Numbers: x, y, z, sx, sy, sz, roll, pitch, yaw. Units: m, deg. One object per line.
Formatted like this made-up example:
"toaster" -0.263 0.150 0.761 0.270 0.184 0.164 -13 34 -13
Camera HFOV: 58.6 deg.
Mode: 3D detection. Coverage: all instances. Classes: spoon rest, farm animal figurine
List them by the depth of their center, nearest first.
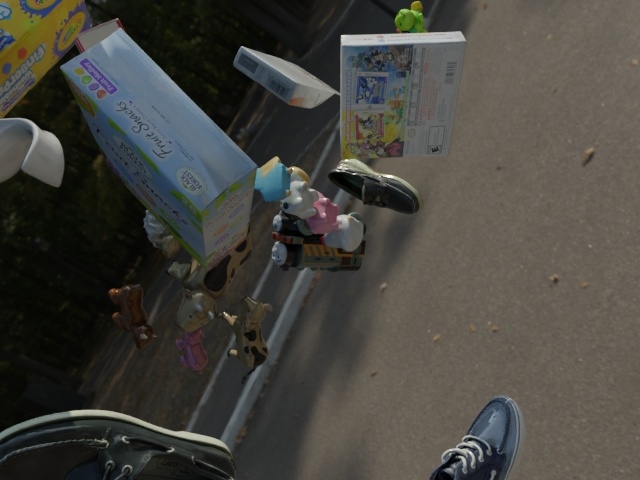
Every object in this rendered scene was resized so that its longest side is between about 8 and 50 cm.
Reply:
"spoon rest" -0.458 -0.124 0.804 0.276 0.137 0.084 6 72 31
"farm animal figurine" -0.208 0.102 1.086 0.172 0.330 0.327 9 80 52

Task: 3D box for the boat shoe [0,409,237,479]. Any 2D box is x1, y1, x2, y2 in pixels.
"boat shoe" -0.246 0.311 0.729 0.127 0.340 0.113 -60 37 3

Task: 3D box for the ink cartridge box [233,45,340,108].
"ink cartridge box" -0.050 -0.286 1.031 0.179 0.145 0.045 -5 -51 -60

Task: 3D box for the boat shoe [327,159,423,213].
"boat shoe" 0.111 -0.105 1.212 0.073 0.223 0.080 -37 -36 -32

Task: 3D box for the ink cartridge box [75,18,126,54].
"ink cartridge box" -0.458 -0.383 1.269 0.100 0.172 0.237 -29 24 -13

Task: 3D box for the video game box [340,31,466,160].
"video game box" 0.124 -0.227 0.917 0.048 0.186 0.205 -96 4 -48

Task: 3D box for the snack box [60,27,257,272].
"snack box" -0.148 -0.073 0.560 0.070 0.174 0.207 -43 -6 -19

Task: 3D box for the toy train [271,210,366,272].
"toy train" 0.000 0.000 1.695 0.142 0.333 0.191 13 98 50

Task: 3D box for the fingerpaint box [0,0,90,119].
"fingerpaint box" -0.861 -0.519 1.386 0.445 0.371 0.163 -60 -2 -25

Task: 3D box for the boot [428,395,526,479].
"boot" 0.184 0.264 0.679 0.069 0.086 0.190 -3 55 49

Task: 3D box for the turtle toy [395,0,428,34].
"turtle toy" 0.202 -0.475 1.267 0.066 0.095 0.130 -13 -7 12

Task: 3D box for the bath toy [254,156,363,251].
"bath toy" -0.025 -0.081 1.508 0.129 0.348 0.152 -16 52 36
